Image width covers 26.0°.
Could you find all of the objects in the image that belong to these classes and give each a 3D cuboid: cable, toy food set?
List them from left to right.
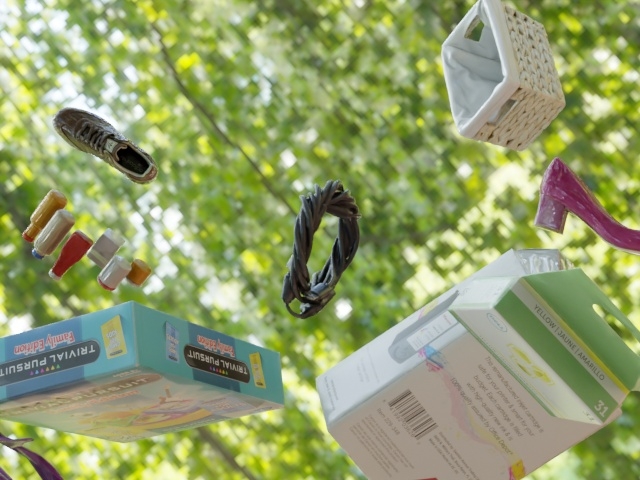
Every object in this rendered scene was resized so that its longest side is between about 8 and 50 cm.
[{"bbox_3d":[-0.423,0.027,2.455,0.104,0.232,0.111,-50,6,17],"label":"toy food set"},{"bbox_3d":[0.000,0.000,1.646,0.184,0.047,0.151,-43,-44,-56],"label":"cable"}]

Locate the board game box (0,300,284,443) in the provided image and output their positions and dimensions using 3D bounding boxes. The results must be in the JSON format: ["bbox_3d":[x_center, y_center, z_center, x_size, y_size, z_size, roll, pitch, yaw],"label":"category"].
[{"bbox_3d":[-0.235,0.171,1.694,0.253,0.079,0.336,-16,-20,24],"label":"board game box"}]

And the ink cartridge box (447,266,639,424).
[{"bbox_3d":[0.239,0.106,1.365,0.056,0.171,0.235,-46,10,-13],"label":"ink cartridge box"}]

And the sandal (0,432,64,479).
[{"bbox_3d":[-0.338,0.275,1.559,0.102,0.416,0.169,-54,-30,-6],"label":"sandal"}]

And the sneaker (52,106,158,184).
[{"bbox_3d":[-0.334,-0.156,2.185,0.066,0.188,0.071,-60,8,-11],"label":"sneaker"}]

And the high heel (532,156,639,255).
[{"bbox_3d":[0.459,-0.047,2.165,0.082,0.244,0.117,15,-89,-69],"label":"high heel"}]

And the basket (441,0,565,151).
[{"bbox_3d":[0.234,-0.211,1.770,0.103,0.167,0.113,16,-44,-26],"label":"basket"}]

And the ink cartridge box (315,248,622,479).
[{"bbox_3d":[0.181,0.193,1.718,0.306,0.226,0.131,-34,24,6],"label":"ink cartridge box"}]

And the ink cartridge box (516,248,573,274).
[{"bbox_3d":[0.315,0.075,1.952,0.063,0.109,0.150,1,-9,19],"label":"ink cartridge box"}]
